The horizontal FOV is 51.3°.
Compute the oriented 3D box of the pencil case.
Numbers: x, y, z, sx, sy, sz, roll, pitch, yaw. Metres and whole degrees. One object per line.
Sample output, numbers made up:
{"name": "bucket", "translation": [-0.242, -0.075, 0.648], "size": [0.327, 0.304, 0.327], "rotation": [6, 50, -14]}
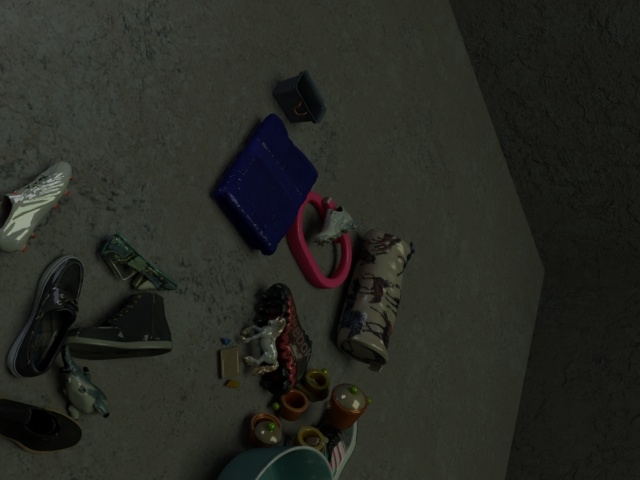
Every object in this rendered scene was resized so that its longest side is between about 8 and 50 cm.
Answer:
{"name": "pencil case", "translation": [0.167, 0.175, 1.998], "size": [0.184, 0.160, 0.410], "rotation": [37, 55, -31]}

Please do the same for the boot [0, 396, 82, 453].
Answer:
{"name": "boot", "translation": [-0.439, 0.308, 1.081], "size": [0.198, 0.137, 0.076], "rotation": [35, 58, -50]}

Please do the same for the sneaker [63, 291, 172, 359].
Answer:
{"name": "sneaker", "translation": [-0.386, 0.156, 1.253], "size": [0.222, 0.083, 0.118], "rotation": [12, 57, -49]}

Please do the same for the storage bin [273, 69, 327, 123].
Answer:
{"name": "storage bin", "translation": [-0.060, -0.370, 1.777], "size": [0.135, 0.091, 0.098], "rotation": [55, 44, -36]}

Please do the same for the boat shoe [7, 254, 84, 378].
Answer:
{"name": "boat shoe", "translation": [-0.452, 0.126, 1.138], "size": [0.080, 0.076, 0.228], "rotation": [50, 47, -42]}

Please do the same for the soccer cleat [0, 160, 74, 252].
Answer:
{"name": "soccer cleat", "translation": [-0.487, -0.069, 1.120], "size": [0.076, 0.068, 0.196], "rotation": [50, 50, -38]}

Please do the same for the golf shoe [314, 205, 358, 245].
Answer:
{"name": "golf shoe", "translation": [0.026, -0.041, 1.823], "size": [0.176, 0.069, 0.086], "rotation": [-30, 92, -54]}

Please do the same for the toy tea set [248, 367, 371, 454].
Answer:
{"name": "toy tea set", "translation": [-0.023, 0.416, 1.639], "size": [0.336, 0.200, 0.124], "rotation": [-31, 150, -51]}

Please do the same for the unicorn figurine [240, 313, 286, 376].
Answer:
{"name": "unicorn figurine", "translation": [-0.131, 0.237, 1.577], "size": [0.060, 0.111, 0.161], "rotation": [-97, 180, -69]}

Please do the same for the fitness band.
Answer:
{"name": "fitness band", "translation": [0.000, 0.000, 1.861], "size": [0.290, 0.054, 0.209], "rotation": [62, 40, -29]}

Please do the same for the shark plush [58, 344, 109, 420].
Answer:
{"name": "shark plush", "translation": [-0.430, 0.254, 1.186], "size": [0.161, 0.073, 0.067], "rotation": [61, 20, -26]}

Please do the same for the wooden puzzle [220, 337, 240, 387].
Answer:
{"name": "wooden puzzle", "translation": [-0.211, 0.284, 1.545], "size": [0.079, 0.014, 0.116], "rotation": [15, 74, -60]}

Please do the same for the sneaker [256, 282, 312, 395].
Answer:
{"name": "sneaker", "translation": [-0.085, 0.239, 1.664], "size": [0.135, 0.098, 0.275], "rotation": [-8, 95, -56]}

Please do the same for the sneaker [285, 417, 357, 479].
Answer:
{"name": "sneaker", "translation": [-0.003, 0.527, 1.743], "size": [0.295, 0.124, 0.178], "rotation": [-63, 145, -36]}

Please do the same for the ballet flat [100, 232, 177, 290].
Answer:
{"name": "ballet flat", "translation": [-0.360, 0.059, 1.312], "size": [0.188, 0.070, 0.070], "rotation": [49, 48, -40]}

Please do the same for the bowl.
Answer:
{"name": "bowl", "translation": [-0.128, 0.588, 1.472], "size": [0.312, 0.163, 0.311], "rotation": [-8, 100, -49]}

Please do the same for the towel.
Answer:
{"name": "towel", "translation": [-0.135, -0.139, 1.664], "size": [0.227, 0.076, 0.308], "rotation": [53, 45, -30]}
